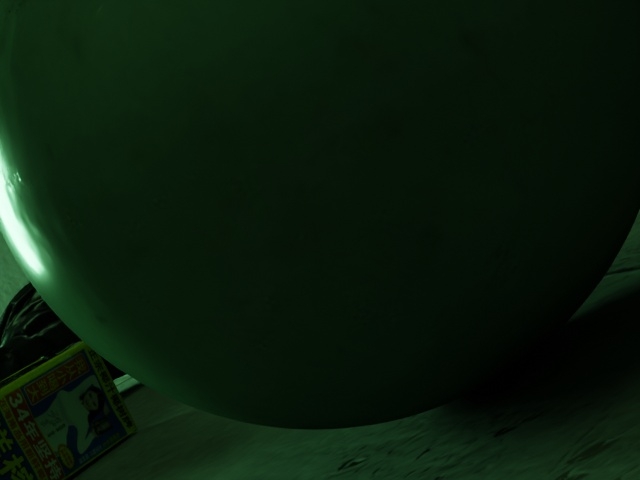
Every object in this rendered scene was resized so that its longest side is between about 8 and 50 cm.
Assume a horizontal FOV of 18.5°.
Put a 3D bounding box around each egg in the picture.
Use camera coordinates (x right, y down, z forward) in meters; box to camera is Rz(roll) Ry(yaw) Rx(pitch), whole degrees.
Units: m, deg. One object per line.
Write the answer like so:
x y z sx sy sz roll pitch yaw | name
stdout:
0.003 -0.064 0.811 0.276 0.276 0.389 -26 -1 14 | egg

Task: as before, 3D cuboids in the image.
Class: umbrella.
-0.231 0.119 1.443 0.118 0.118 0.340 -25 14 33 | umbrella

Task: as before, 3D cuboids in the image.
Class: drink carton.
-0.184 0.121 1.185 0.056 0.071 0.165 -22 5 30 | drink carton
